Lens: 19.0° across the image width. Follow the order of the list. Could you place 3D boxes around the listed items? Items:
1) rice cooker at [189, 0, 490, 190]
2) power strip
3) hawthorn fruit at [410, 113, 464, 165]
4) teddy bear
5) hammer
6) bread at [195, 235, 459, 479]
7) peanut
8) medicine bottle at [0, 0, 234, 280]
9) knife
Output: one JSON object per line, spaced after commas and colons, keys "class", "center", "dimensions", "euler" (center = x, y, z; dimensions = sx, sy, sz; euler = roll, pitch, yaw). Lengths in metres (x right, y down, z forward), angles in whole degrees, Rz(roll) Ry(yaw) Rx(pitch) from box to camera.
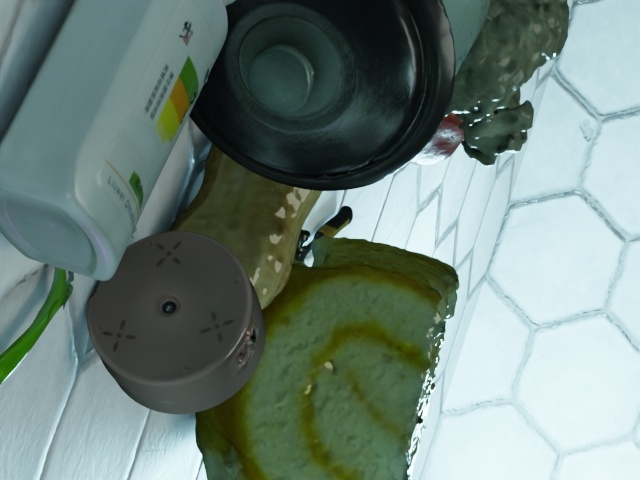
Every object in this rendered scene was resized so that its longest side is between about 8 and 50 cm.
{"class": "rice cooker", "center": [0.010, -0.196, 1.678], "dimensions": [0.316, 0.264, 0.317], "euler": [7, 90, -74]}
{"class": "power strip", "center": [-0.124, 0.073, 1.687], "dimensions": [0.078, 0.154, 0.154], "euler": [74, 35, -62]}
{"class": "hawthorn fruit", "center": [0.103, -0.188, 2.284], "dimensions": [0.202, 0.185, 0.185], "euler": [27, 79, -59]}
{"class": "teddy bear", "center": [0.100, -0.224, 2.015], "dimensions": [0.224, 0.357, 0.367], "euler": [-15, 159, -32]}
{"class": "hammer", "center": [0.000, 0.000, 2.376], "dimensions": [0.201, 0.021, 0.078], "euler": [-40, 145, -65]}
{"class": "bread", "center": [-0.011, 0.188, 2.104], "dimensions": [0.239, 0.264, 0.395], "euler": [-68, 172, -77]}
{"class": "peanut", "center": [-0.067, -0.032, 1.853], "dimensions": [0.130, 0.130, 0.290], "euler": [80, 31, -62]}
{"class": "medicine bottle", "center": [-0.147, -0.128, 1.457], "dimensions": [0.161, 0.111, 0.296], "euler": [81, 28, -61]}
{"class": "knife", "center": [-0.234, 0.067, 1.530], "dimensions": [0.166, 0.022, 0.078], "euler": [-62, 157, -43]}
